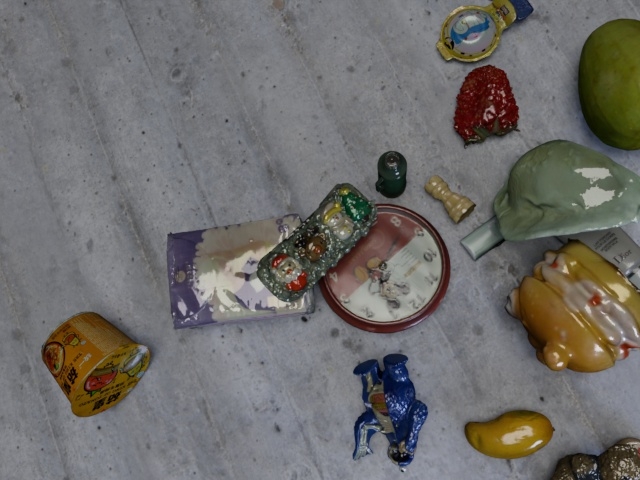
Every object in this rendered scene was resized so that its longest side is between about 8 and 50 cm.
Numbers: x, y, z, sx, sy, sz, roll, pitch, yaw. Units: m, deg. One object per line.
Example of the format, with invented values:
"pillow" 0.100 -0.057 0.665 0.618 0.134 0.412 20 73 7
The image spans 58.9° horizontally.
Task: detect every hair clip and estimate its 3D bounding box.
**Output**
"hair clip" 0.001 -0.001 1.276 0.138 0.091 0.321 44 77 1

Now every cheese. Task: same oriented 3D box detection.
"cheese" 0.413 -0.547 1.438 0.250 0.064 0.157 -31 78 4

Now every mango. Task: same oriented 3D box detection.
"mango" 0.416 0.427 1.244 0.190 0.075 0.098 -13 62 10

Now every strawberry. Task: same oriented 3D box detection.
"strawberry" 0.397 -0.346 1.391 0.167 0.087 0.208 -16 76 7

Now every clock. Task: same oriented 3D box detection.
"clock" 0.148 0.063 1.353 0.318 0.080 0.319 -2 72 5

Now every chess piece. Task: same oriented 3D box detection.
"chess piece" 0.311 -0.104 1.373 0.066 0.066 0.122 -42 70 -1
"chess piece" 0.672 0.467 1.216 0.083 0.038 0.084 -2 77 10

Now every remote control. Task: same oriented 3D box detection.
"remote control" 0.418 -0.022 1.354 0.166 0.029 0.065 -36 75 0

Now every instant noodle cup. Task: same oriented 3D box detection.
"instant noodle cup" -0.546 0.285 1.358 0.172 0.216 0.216 36 86 22

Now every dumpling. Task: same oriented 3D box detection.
"dumpling" 0.513 -0.116 1.223 0.269 0.320 0.212 -8 87 1

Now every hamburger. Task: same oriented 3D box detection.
"hamburger" 0.532 0.155 1.191 0.237 0.276 0.276 -43 76 7

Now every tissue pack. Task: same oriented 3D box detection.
"tissue pack" -0.189 0.078 1.378 0.343 0.125 0.243 -8 76 5

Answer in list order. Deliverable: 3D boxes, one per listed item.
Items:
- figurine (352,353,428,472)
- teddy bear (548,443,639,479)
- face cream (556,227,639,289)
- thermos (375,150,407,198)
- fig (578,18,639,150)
"figurine" 0.161 0.384 1.278 0.164 0.120 0.263 1 96 16
"teddy bear" 0.553 0.507 1.183 0.251 0.182 0.129 -37 34 11
"face cream" 0.640 0.003 1.297 0.143 0.089 0.314 -40 65 0
"thermos" 0.164 -0.159 1.337 0.083 0.188 0.073 -15 77 4
"fig" 0.708 -0.360 1.267 0.257 0.258 0.327 -13 61 6
